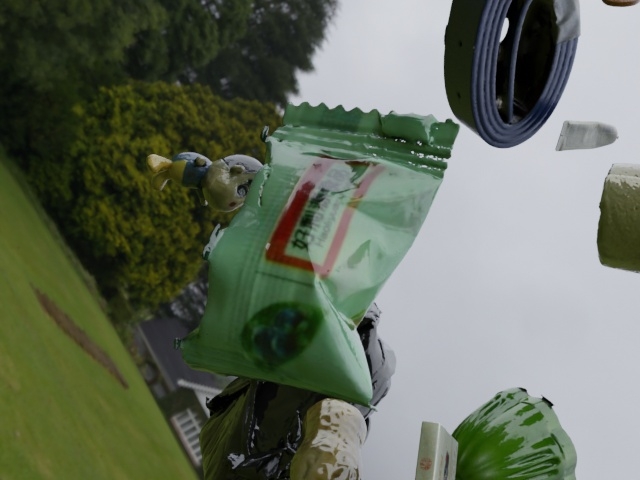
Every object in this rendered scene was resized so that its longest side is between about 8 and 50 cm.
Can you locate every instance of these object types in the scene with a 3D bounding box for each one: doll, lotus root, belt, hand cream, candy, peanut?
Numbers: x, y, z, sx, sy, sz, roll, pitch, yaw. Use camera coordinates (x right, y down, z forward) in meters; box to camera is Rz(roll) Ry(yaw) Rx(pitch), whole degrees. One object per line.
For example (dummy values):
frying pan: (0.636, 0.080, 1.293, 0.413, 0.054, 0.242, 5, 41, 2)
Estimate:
doll: (-0.158, -0.087, 1.174, 0.102, 0.179, 0.089, 93, -5, -57)
lotus root: (0.236, 0.313, 1.135, 0.186, 0.186, 0.186, 51, -21, 30)
belt: (0.335, -0.341, 1.430, 0.117, 0.212, 0.347, -123, -150, -55)
hand cream: (0.481, -0.190, 1.464, 0.037, 0.165, 0.057, 35, -57, 46)
candy: (0.002, 0.002, 1.038, 0.262, 0.398, 0.172, 17, -18, 13)
peanut: (0.013, 0.279, 1.071, 0.098, 0.103, 0.229, 47, 19, -9)

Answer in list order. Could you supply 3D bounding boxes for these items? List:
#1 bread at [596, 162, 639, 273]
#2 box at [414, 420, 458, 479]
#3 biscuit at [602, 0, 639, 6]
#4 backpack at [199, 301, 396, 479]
bread: (0.417, -0.023, 0.993, 0.141, 0.148, 0.134, 10, -79, 26)
box: (0.132, 0.262, 0.924, 0.167, 0.024, 0.090, 52, 44, -64)
biscuit: (0.460, -0.392, 1.253, 0.015, 0.078, 0.091, 78, 19, -50)
backpack: (-0.037, 0.284, 1.451, 0.255, 0.446, 0.363, 42, -5, -15)
